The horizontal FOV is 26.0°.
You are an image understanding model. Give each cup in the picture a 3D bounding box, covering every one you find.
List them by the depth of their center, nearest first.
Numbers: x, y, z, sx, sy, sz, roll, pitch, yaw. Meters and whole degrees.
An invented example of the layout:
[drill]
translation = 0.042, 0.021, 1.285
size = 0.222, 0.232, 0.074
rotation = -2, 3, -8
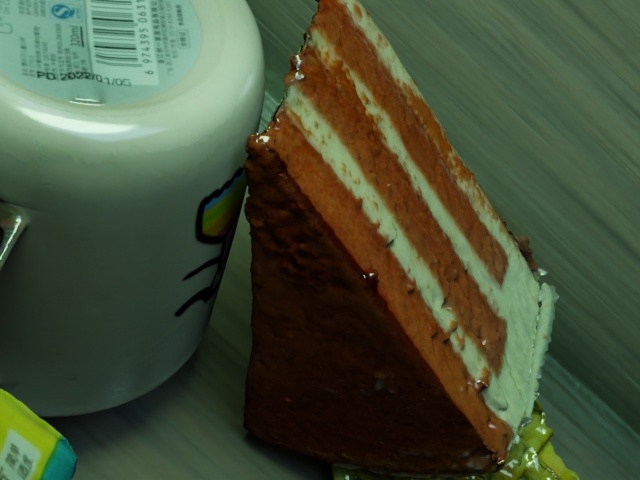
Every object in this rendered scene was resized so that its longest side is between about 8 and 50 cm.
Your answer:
[cup]
translation = -0.139, -0.022, 0.678
size = 0.191, 0.200, 0.253
rotation = 25, 49, 2

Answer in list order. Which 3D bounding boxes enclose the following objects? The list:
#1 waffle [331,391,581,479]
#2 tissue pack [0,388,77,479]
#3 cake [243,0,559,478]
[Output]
[waffle]
translation = 0.121, 0.207, 0.838
size = 0.291, 0.051, 0.291
rotation = 13, 60, -23
[tissue pack]
translation = -0.230, 0.162, 0.479
size = 0.134, 0.192, 0.271
rotation = 46, 38, -21
[cake]
translation = 0.000, 0.000, 0.769
size = 0.262, 0.159, 0.158
rotation = 53, 42, -33
